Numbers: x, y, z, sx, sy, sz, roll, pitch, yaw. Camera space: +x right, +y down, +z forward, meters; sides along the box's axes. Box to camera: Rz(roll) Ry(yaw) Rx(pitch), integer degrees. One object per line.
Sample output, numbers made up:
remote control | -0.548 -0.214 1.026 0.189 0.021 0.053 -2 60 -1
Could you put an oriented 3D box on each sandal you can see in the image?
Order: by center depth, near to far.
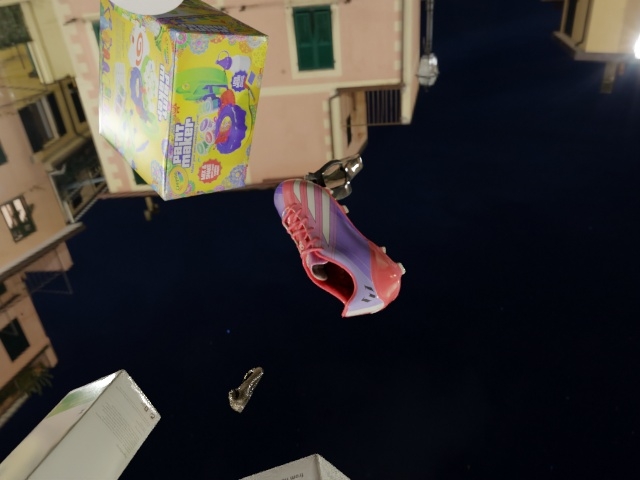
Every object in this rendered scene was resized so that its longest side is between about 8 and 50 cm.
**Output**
sandal | 0.008 -0.109 0.894 0.097 0.054 0.254 -17 -162 18

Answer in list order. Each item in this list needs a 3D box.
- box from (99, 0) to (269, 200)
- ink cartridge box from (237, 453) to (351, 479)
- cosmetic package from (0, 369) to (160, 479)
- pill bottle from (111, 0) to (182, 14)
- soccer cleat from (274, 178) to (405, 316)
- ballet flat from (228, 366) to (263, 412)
box | -0.266 -0.274 0.976 0.177 0.290 0.279 -16 -137 -40
ink cartridge box | 0.012 0.514 0.639 0.166 0.285 0.395 -23 -135 11
cosmetic package | -0.508 0.450 1.053 0.197 0.155 0.365 -25 -165 22
pill bottle | -0.237 -0.440 0.700 0.152 0.152 0.272 -7 -112 -2
soccer cleat | 0.000 0.000 0.677 0.095 0.083 0.248 -20 -131 -33
ballet flat | -0.223 0.431 1.576 0.058 0.084 0.250 30 -169 1
